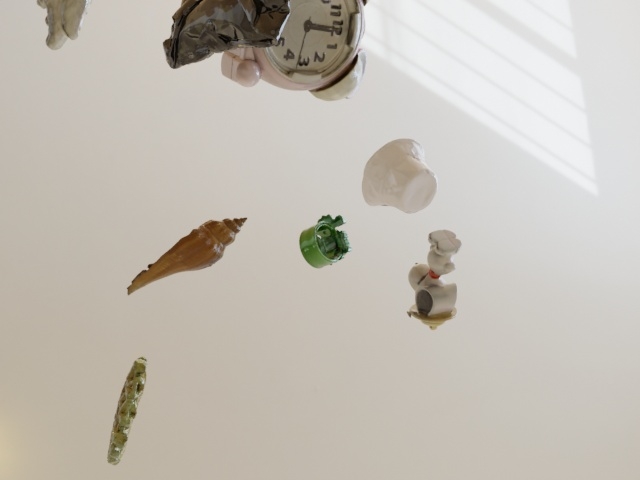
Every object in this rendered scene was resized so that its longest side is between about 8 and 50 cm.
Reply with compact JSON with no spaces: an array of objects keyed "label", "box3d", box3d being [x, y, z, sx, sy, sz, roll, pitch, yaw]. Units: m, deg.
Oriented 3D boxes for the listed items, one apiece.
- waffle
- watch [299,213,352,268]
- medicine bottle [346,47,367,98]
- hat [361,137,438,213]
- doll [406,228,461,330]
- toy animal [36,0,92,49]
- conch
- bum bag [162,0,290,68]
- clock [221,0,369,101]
[{"label":"waffle","box3d":[-0.320,0.283,1.121,0.036,0.169,0.183,16,149,-11]},{"label":"watch","box3d":[0.000,0.000,2.078,0.131,0.165,0.152,-22,168,40]},{"label":"medicine bottle","box3d":[-0.008,-0.524,1.993,0.254,0.152,0.152,22,-169,15]},{"label":"hat","box3d":[0.214,-0.146,1.707,0.203,0.203,0.126,-10,-148,-28]},{"label":"doll","box3d":[0.319,0.114,1.880,0.144,0.208,0.271,-11,156,-19]},{"label":"toy animal","box3d":[-0.651,-0.621,1.611,0.266,0.308,0.188,7,159,30]},{"label":"conch","box3d":[-0.307,0.041,1.603,0.330,0.093,0.109,-39,-179,-10]},{"label":"bum bag","box3d":[-0.182,-0.418,1.291,0.340,0.144,0.095,0,172,42]},{"label":"clock","box3d":[-0.042,-0.485,1.515,0.326,0.342,0.184,-2,-151,-24]}]
